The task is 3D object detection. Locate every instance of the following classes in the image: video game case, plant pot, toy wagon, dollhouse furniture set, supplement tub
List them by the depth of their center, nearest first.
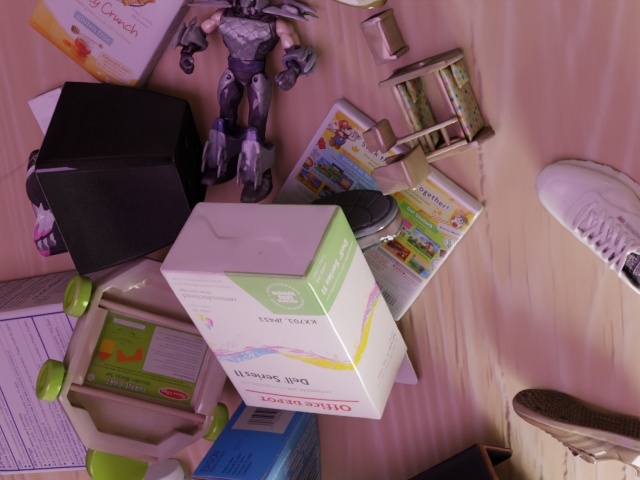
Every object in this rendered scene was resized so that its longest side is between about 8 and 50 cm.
[{"bbox_3d":[0.107,-0.170,1.459,0.101,0.161,0.181,-16,106,31],"label":"dollhouse furniture set"},{"bbox_3d":[0.063,-0.036,1.626,0.227,0.026,0.206,38,124,7],"label":"video game case"},{"bbox_3d":[-0.243,-0.087,1.647,0.167,0.187,0.188,-4,132,9],"label":"plant pot"},{"bbox_3d":[-0.248,0.199,1.727,0.267,0.068,0.344,19,90,-26],"label":"toy wagon"},{"bbox_3d":[-0.229,0.396,1.944,0.071,0.071,0.107,-8,109,29],"label":"supplement tub"}]

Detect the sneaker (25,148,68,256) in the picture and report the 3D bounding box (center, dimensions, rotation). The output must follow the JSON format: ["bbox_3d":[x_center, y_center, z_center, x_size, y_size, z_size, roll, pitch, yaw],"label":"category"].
[{"bbox_3d":[-0.381,-0.057,1.815,0.072,0.077,0.178,-6,135,-12],"label":"sneaker"}]

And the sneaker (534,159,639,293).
[{"bbox_3d":[0.345,-0.007,1.460,0.235,0.095,0.090,35,125,9],"label":"sneaker"}]

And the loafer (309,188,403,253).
[{"bbox_3d":[0.000,0.000,1.617,0.268,0.096,0.084,-9,128,37],"label":"loafer"}]

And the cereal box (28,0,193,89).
[{"bbox_3d":[-0.256,-0.322,1.634,0.173,0.047,0.240,38,124,4],"label":"cereal box"}]

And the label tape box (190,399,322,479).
[{"bbox_3d":[-0.074,0.407,1.765,0.106,0.240,0.333,3,114,17],"label":"label tape box"}]

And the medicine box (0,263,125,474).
[{"bbox_3d":[-0.376,0.190,1.873,0.289,0.149,0.263,-9,109,30],"label":"medicine box"}]

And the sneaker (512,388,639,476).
[{"bbox_3d":[0.328,0.248,1.603,0.188,0.066,0.071,17,120,19],"label":"sneaker"}]

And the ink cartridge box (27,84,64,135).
[{"bbox_3d":[-0.353,-0.155,1.772,0.063,0.029,0.115,-16,106,31],"label":"ink cartridge box"}]

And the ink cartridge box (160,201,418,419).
[{"bbox_3d":[-0.026,0.113,1.599,0.207,0.119,0.353,2,140,28],"label":"ink cartridge box"}]

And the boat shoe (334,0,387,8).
[{"bbox_3d":[-0.021,-0.339,1.495,0.224,0.080,0.073,21,120,10],"label":"boat shoe"}]

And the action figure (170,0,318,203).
[{"bbox_3d":[-0.093,-0.199,1.585,0.185,0.099,0.285,16,116,25],"label":"action figure"}]

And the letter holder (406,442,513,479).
[{"bbox_3d":[0.161,0.409,1.711,0.302,0.214,0.152,-33,65,22],"label":"letter holder"}]
